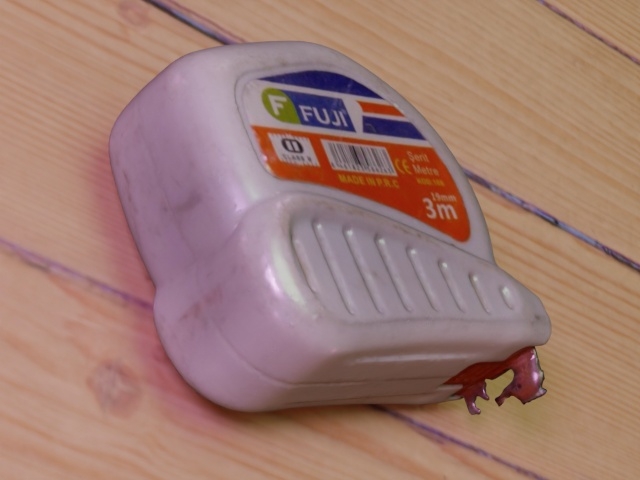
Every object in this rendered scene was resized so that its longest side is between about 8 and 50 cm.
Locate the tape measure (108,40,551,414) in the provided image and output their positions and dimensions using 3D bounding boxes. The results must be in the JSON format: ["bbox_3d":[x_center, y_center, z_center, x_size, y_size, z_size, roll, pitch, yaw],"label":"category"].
[{"bbox_3d":[0.000,0.000,1.053,0.258,0.130,0.265,2,56,-46],"label":"tape measure"}]
